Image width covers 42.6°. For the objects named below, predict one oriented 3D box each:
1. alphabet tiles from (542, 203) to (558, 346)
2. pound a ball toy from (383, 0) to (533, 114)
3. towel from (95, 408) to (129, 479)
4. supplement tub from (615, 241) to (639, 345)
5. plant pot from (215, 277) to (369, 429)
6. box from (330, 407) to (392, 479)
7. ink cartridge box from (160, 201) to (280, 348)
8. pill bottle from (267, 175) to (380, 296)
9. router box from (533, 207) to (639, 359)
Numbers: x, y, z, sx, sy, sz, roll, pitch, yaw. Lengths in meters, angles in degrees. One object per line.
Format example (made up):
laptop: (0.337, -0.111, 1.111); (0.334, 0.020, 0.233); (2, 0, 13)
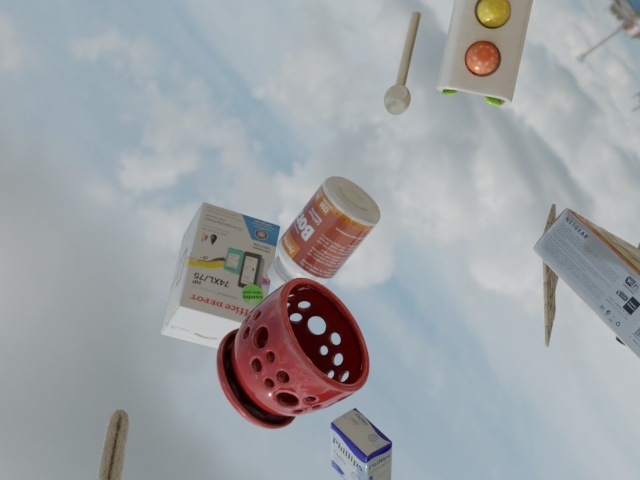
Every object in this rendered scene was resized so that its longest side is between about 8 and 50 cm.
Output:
alphabet tiles: (0.411, 0.051, 1.460); (0.237, 0.009, 0.198); (-42, -51, -63)
pound a ball toy: (0.237, -0.355, 1.368); (0.208, 0.319, 0.136); (12, -179, 3)
towel: (-0.379, 0.459, 1.443); (0.049, 0.187, 0.282); (12, -134, -12)
supplement tub: (0.616, 0.105, 1.532); (0.106, 0.198, 0.106); (15, -168, -3)
plant pot: (-0.049, 0.175, 1.237); (0.191, 0.174, 0.191); (37, -146, -31)
box: (0.084, 0.445, 1.711); (0.072, 0.137, 0.126); (-22, -142, -29)
ink cartridge box: (-0.233, 0.093, 1.919); (0.198, 0.197, 0.270); (17, -120, -16)
pill bottle: (0.000, 0.000, 1.467); (0.121, 0.216, 0.121); (31, -154, -16)
router box: (0.507, 0.118, 1.188); (0.301, 0.082, 0.335); (21, -156, -39)
